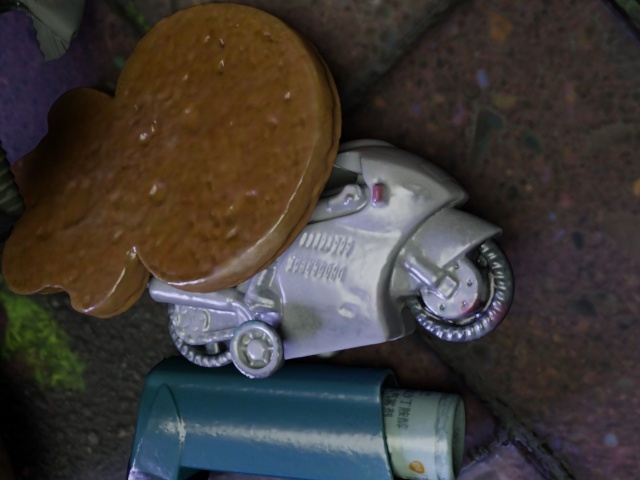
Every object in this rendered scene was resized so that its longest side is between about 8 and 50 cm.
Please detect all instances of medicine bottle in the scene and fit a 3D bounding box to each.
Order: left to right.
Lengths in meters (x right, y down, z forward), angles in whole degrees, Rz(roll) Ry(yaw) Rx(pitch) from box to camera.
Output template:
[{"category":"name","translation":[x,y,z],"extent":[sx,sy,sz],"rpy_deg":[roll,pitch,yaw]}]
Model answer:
[{"category":"medicine bottle","translation":[-0.025,0.148,0.788],"extent":[0.258,0.079,0.124],"rpy_deg":[-1,102,17]}]

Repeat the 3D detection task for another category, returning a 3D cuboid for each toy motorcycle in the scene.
[{"category":"toy motorcycle","translation":[0.000,0.000,0.734],"extent":[0.260,0.110,0.171],"rpy_deg":[-9,86,27]}]

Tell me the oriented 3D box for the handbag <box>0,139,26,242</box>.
[{"category":"handbag","translation":[-0.349,-0.035,0.657],"extent":[0.340,0.247,0.240],"rpy_deg":[-36,101,-14]}]

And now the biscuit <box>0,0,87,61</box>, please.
[{"category":"biscuit","translation":[-0.210,-0.296,0.718],"extent":[0.186,0.079,0.309],"rpy_deg":[23,114,14]}]

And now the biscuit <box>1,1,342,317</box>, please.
[{"category":"biscuit","translation":[-0.111,-0.047,0.740],"extent":[0.288,0.044,0.202],"rpy_deg":[-28,65,27]}]

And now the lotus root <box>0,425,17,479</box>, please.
[{"category":"lotus root","translation":[-0.344,0.189,0.842],"extent":[0.272,0.192,0.272],"rpy_deg":[21,140,19]}]
